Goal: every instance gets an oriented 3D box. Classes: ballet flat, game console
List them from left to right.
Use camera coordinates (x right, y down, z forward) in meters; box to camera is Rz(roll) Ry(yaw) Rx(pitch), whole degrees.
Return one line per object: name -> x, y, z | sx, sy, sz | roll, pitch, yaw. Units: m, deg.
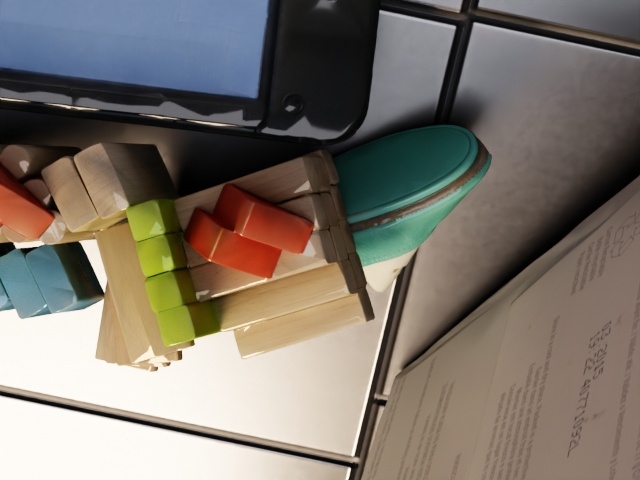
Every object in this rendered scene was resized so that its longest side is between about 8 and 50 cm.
game console -> -0.106, -0.194, 0.915 | 0.293, 0.173, 0.250 | 7, 90, 2
ballet flat -> 0.000, 0.000, 1.061 | 0.247, 0.083, 0.087 | -18, 128, 14

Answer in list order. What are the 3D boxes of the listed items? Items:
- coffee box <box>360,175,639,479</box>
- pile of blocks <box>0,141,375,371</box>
coffee box -> 0.231, 0.197, 0.936 | 0.334, 0.337, 0.338 | 36, 131, -12
pile of blocks -> -0.153, 0.002, 0.995 | 0.362, 0.113, 0.148 | 8, 95, 17
